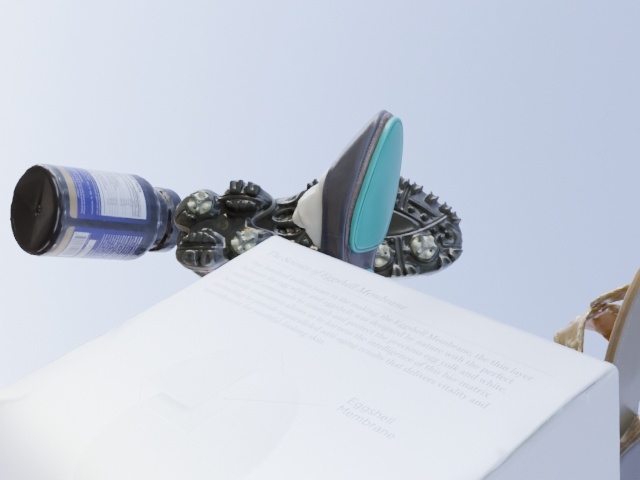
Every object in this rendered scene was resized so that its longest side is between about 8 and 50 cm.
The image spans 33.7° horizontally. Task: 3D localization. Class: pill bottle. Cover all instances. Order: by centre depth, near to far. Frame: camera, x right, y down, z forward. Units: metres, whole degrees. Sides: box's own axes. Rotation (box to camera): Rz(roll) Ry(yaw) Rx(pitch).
[{"bbox_3d":[-0.297,-0.034,1.440,0.122,0.219,0.123,-4,-97,43],"label":"pill bottle"}]

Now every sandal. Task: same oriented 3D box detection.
[{"bbox_3d":[0.212,0.098,0.813,0.079,0.088,0.240,27,-46,39],"label":"sandal"}]

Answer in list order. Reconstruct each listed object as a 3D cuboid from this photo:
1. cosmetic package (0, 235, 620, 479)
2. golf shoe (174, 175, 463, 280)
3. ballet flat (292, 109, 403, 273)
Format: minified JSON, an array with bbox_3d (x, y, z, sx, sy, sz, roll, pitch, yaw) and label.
[{"bbox_3d":[-0.019,0.125,0.485,0.224,0.224,0.138,21,-49,44],"label":"cosmetic package"},{"bbox_3d":[0.000,0.000,1.005,0.120,0.272,0.105,72,22,-64],"label":"golf shoe"},{"bbox_3d":[0.011,0.009,0.734,0.074,0.074,0.203,16,-78,53],"label":"ballet flat"}]
